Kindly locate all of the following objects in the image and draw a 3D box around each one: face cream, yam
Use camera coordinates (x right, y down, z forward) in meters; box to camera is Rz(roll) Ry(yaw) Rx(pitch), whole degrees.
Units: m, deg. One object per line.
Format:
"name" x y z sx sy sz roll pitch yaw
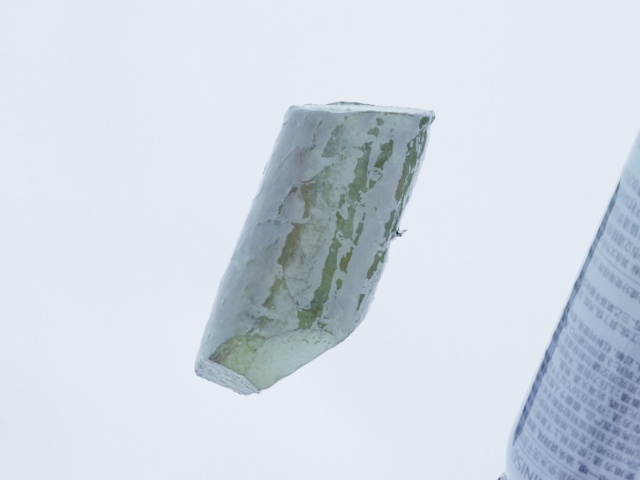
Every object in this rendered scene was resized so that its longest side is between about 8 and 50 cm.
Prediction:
"face cream" 0.115 0.025 0.519 0.075 0.075 0.229 0 119 -42
"yam" 0.000 0.000 0.695 0.070 0.069 0.146 29 77 -49
